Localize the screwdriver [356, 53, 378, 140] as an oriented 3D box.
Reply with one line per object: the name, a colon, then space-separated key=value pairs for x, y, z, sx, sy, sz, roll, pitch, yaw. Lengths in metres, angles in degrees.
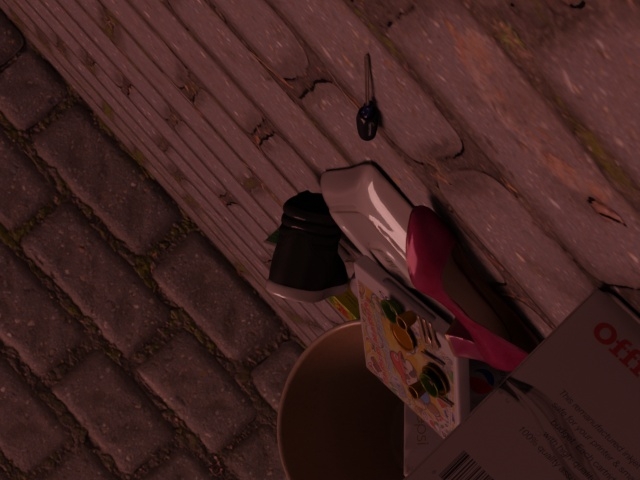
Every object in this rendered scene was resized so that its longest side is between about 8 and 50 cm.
screwdriver: x=0.050 y=-0.143 z=1.242 sx=0.025 sy=0.024 sz=0.170 roll=17 pitch=160 yaw=4

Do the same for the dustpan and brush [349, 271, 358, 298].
dustpan and brush: x=0.092 y=0.079 z=1.922 sx=0.147 sy=0.060 sz=0.211 roll=39 pitch=167 yaw=-15

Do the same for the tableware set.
tableware set: x=0.119 y=0.149 z=1.603 sx=0.104 sy=0.024 sz=0.154 roll=32 pitch=146 yaw=48

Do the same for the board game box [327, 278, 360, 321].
board game box: x=0.020 y=0.077 z=2.257 sx=0.181 sy=0.043 sz=0.092 roll=45 pitch=171 yaw=15

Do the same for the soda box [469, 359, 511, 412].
soda box: x=0.258 y=0.263 z=1.779 sx=0.098 sy=0.091 sz=0.286 roll=42 pitch=169 yaw=34

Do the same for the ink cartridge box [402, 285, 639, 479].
ink cartridge box: x=0.222 y=0.233 z=1.115 sx=0.223 sy=0.307 sz=0.129 roll=45 pitch=173 yaw=16

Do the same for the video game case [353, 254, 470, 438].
video game case: x=0.124 y=0.154 z=1.664 sx=0.206 sy=0.026 sz=0.227 roll=41 pitch=153 yaw=37

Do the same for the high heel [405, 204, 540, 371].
high heel: x=0.177 y=0.057 z=1.397 sx=0.117 sy=0.082 sz=0.244 roll=4 pitch=131 yaw=34

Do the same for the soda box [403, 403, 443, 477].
soda box: x=0.164 y=0.251 z=1.828 sx=0.069 sy=0.074 sz=0.216 roll=61 pitch=-153 yaw=-58

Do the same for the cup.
cup: x=0.128 y=0.312 z=2.053 sx=0.331 sy=0.331 sz=0.237 roll=41 pitch=-167 yaw=38

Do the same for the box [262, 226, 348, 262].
box: x=-0.025 y=0.016 z=2.056 sx=0.102 sy=0.087 sz=0.101 roll=50 pitch=171 yaw=-13

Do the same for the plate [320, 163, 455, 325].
plate: x=0.108 y=0.021 z=1.592 sx=0.278 sy=0.045 sz=0.277 roll=48 pitch=171 yaw=-9

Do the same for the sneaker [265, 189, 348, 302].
sneaker: x=0.000 y=0.000 z=1.833 sx=0.104 sy=0.147 sz=0.296 roll=17 pitch=-172 yaw=9
